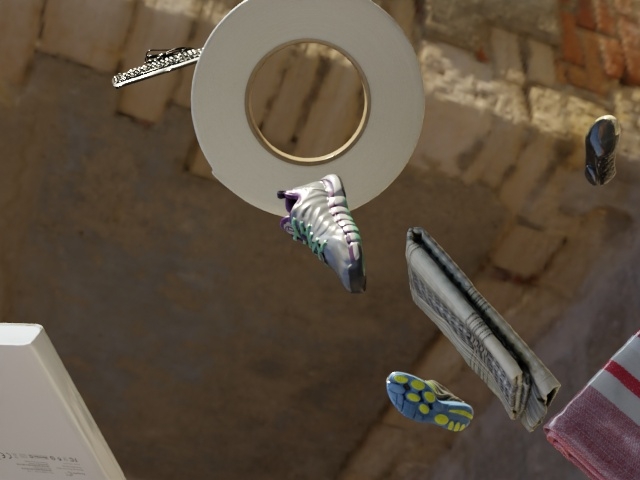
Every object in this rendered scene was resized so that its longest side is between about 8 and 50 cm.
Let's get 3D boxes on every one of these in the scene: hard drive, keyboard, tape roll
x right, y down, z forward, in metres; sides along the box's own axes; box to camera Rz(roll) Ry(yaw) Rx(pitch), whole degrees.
[{"bbox_3d":[-0.396,0.234,1.470,0.040,0.203,0.308,-65,-34,-46],"label":"hard drive"},{"bbox_3d":[-0.272,-0.312,1.913,0.100,0.192,0.038,-130,23,-69],"label":"keyboard"},{"bbox_3d":[-0.022,-0.229,1.839,0.072,0.392,0.392,-101,28,-81],"label":"tape roll"}]

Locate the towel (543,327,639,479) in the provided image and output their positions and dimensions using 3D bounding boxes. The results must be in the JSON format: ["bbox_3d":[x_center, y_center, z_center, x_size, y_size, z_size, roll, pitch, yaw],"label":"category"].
[{"bbox_3d":[0.395,0.144,1.001,0.329,0.237,0.037,-40,-22,-19],"label":"towel"}]

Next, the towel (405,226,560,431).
[{"bbox_3d":[0.238,0.154,1.722,0.056,0.324,0.312,-37,-20,-9],"label":"towel"}]

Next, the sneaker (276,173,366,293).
[{"bbox_3d":[0.000,0.000,1.491,0.224,0.098,0.083,-106,6,-52],"label":"sneaker"}]

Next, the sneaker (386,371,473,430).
[{"bbox_3d":[0.174,0.267,1.858,0.067,0.188,0.078,-60,35,3],"label":"sneaker"}]

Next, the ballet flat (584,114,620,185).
[{"bbox_3d":[0.466,-0.153,1.823,0.049,0.057,0.173,-36,-27,-15],"label":"ballet flat"}]
